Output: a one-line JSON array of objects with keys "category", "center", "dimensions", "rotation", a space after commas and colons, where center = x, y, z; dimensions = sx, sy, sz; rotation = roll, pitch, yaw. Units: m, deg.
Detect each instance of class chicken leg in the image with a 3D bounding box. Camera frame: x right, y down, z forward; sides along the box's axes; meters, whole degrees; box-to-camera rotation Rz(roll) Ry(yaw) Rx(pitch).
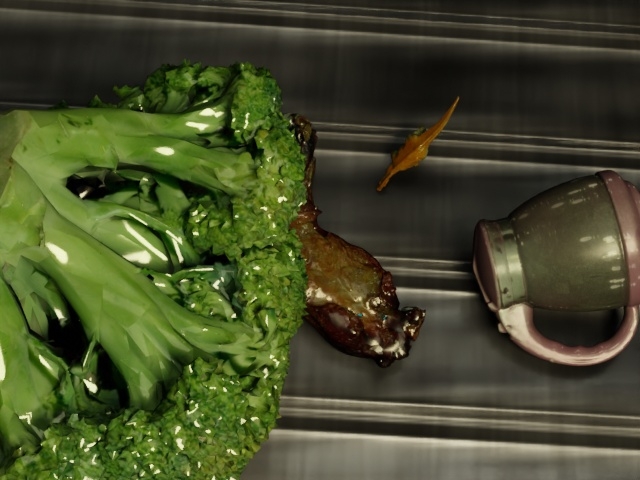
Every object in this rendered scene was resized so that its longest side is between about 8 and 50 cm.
[{"category": "chicken leg", "center": [0.000, 0.000, 1.037], "dimensions": [0.106, 0.051, 0.253], "rotation": [-17, 65, -18]}]

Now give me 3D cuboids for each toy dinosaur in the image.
[{"category": "toy dinosaur", "center": [0.089, -0.086, 1.074], "dimensions": [0.026, 0.041, 0.113], "rotation": [44, 109, 0]}]

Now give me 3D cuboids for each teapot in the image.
[{"category": "teapot", "center": [0.202, 0.022, 1.020], "dimensions": [0.146, 0.148, 0.116], "rotation": [-12, 29, 4]}]

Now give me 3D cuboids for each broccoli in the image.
[{"category": "broccoli", "center": [-0.169, 0.062, 0.860], "dimensions": [0.413, 0.310, 0.321], "rotation": [-29, 80, 6]}]
